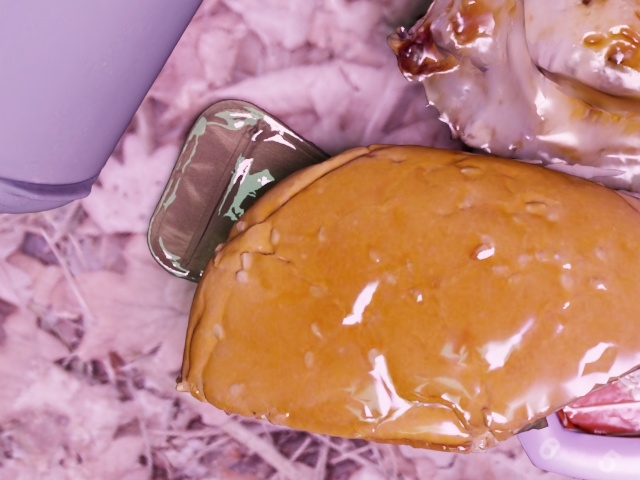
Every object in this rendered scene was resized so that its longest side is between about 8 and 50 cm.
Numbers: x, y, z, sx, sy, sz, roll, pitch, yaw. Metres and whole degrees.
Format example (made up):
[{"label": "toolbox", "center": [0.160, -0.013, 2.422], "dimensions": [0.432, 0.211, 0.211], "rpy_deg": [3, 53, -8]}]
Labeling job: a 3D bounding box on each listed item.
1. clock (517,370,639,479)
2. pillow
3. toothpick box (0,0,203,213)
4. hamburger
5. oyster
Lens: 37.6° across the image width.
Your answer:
[{"label": "clock", "center": [0.192, 0.078, 0.614], "dimensions": [0.198, 0.064, 0.172], "rpy_deg": [37, 92, 16]}, {"label": "pillow", "center": [0.000, 0.000, 0.628], "dimensions": [0.217, 0.033, 0.130], "rpy_deg": [24, 105, -8]}, {"label": "toothpick box", "center": [-0.136, -0.214, 0.437], "dimensions": [0.263, 0.263, 0.354], "rpy_deg": [33, 105, -11]}, {"label": "hamburger", "center": [0.068, 0.038, 0.531], "dimensions": [0.282, 0.155, 0.245], "rpy_deg": [-42, 79, 7]}, {"label": "oyster", "center": [0.210, -0.092, 0.529], "dimensions": [0.337, 0.133, 0.198], "rpy_deg": [32, 143, -15]}]
